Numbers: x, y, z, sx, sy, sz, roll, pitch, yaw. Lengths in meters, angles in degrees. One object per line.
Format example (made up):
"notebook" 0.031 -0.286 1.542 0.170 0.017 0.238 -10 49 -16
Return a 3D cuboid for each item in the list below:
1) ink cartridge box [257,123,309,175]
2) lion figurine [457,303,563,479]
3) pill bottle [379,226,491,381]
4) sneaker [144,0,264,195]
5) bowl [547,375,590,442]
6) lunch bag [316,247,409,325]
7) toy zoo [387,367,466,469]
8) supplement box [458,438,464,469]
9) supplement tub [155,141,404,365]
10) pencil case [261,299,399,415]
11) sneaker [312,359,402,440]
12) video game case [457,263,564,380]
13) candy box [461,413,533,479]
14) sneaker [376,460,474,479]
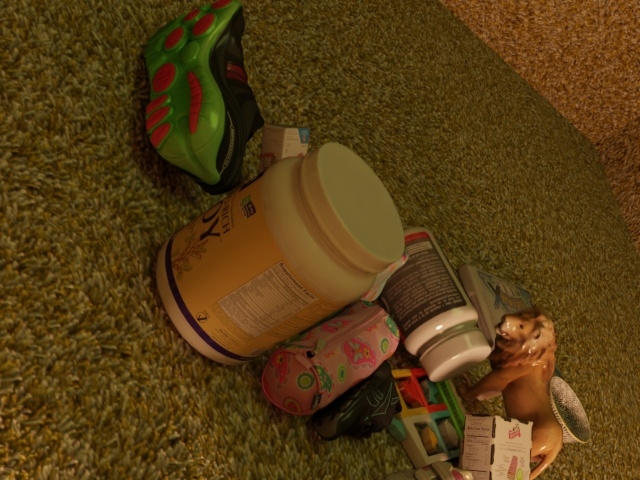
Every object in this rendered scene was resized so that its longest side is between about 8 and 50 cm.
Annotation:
"ink cartridge box" -0.067 -0.145 1.924 0.088 0.052 0.123 -10 111 -60
"lion figurine" 0.423 0.343 2.203 0.142 0.240 0.392 22 44 -48
"pill bottle" 0.215 0.129 2.142 0.161 0.161 0.283 12 45 -54
"sneaker" -0.205 -0.264 1.922 0.483 0.185 0.202 -87 155 -44
"bowl" 0.559 0.414 2.530 0.170 0.080 0.170 39 33 -32
"lunch bag" 0.000 0.000 1.960 0.262 0.160 0.223 47 28 15
"toy zoo" 0.205 0.340 2.073 0.293 0.030 0.192 7 55 -57
"supplement box" 0.297 0.437 2.071 0.062 0.036 0.099 21 71 -54
"supplement tub" -0.062 0.021 1.634 0.241 0.331 0.241 40 31 -31
"pencil case" 0.022 0.192 1.783 0.284 0.124 0.124 -23 82 -54
"sneaker" 0.077 0.292 1.838 0.106 0.101 0.267 63 29 -2
"video game case" 0.479 0.224 2.646 0.329 0.036 0.300 22 44 -50
"candy box" 0.332 0.452 2.025 0.159 0.071 0.234 21 72 -50
"sneaker" 0.189 0.433 1.860 0.252 0.111 0.103 5 57 -57
